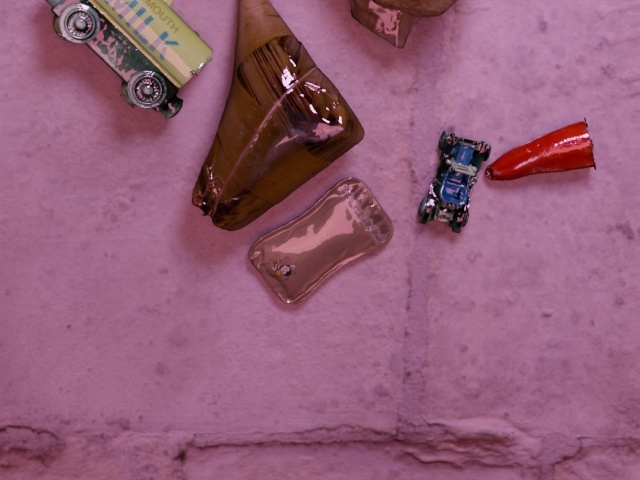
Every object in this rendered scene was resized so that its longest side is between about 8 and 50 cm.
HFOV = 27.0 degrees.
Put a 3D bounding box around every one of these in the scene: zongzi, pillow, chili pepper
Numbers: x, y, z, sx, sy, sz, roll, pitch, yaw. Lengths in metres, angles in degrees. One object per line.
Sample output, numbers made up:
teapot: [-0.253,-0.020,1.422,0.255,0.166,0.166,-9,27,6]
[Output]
zongzi: [-0.121,-0.196,1.958,0.274,0.145,0.300,-36,89,15]
pillow: [0.000,0.000,2.068,0.217,0.033,0.130,-33,109,7]
chili pepper: [0.333,-0.125,2.042,0.169,0.065,0.088,-15,135,8]

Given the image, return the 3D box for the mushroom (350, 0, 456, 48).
mushroom: [0.110,-0.432,1.850,0.217,0.212,0.292,30,111,-21]

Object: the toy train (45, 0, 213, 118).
toy train: [-0.270,-0.299,1.919,0.157,0.105,0.253,-46,106,-3]

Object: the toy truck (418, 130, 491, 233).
toy truck: [0.207,-0.085,2.031,0.080,0.078,0.154,14,108,-7]
